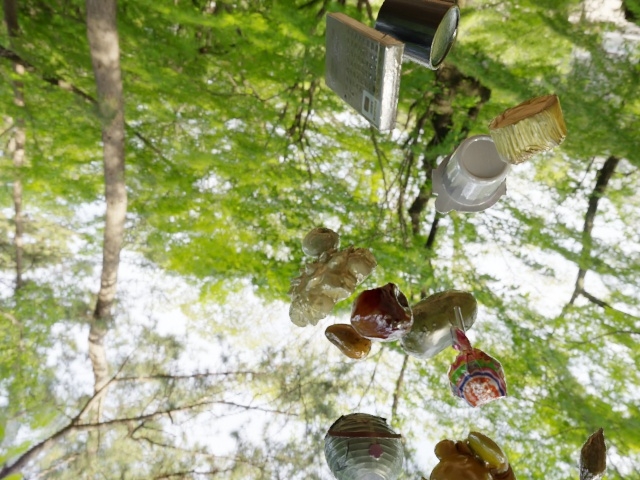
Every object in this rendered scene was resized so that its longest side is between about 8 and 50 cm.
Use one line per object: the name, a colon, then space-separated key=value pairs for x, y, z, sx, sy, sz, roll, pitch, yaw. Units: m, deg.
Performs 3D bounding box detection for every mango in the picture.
mango: x=0.089 y=0.294 z=1.510 sx=0.159 sy=0.084 sz=0.105 roll=35 pitch=-140 yaw=31

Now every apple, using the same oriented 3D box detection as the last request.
apple: x=0.165 y=0.206 z=1.372 sx=0.156 sy=0.158 sz=0.146 roll=43 pitch=-156 yaw=-33

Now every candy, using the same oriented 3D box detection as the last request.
candy: x=0.348 y=0.249 z=1.175 sx=0.124 sy=0.124 sz=0.365 roll=13 pitch=-157 yaw=3

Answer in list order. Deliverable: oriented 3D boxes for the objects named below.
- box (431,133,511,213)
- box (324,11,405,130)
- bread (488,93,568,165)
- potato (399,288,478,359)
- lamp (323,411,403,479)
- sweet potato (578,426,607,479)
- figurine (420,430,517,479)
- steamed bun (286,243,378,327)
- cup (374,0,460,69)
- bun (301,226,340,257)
box: x=0.515 y=-0.234 z=1.705 sx=0.262 sy=0.291 sz=0.206 roll=50 pitch=173 yaw=14
box: x=0.088 y=-0.394 z=1.131 sx=0.047 sy=0.180 sz=0.324 roll=-12 pitch=-143 yaw=-18
bread: x=0.565 y=-0.297 z=1.342 sx=0.179 sy=0.133 sz=0.250 roll=-12 pitch=-159 yaw=33
potato: x=0.401 y=0.277 z=1.709 sx=0.308 sy=0.210 sz=0.173 roll=-31 pitch=-144 yaw=-9
lamp: x=0.129 y=0.646 z=1.535 sx=0.266 sy=0.232 sz=0.233 roll=12 pitch=-160 yaw=-18
sweet potato: x=0.786 y=0.670 z=1.443 sx=0.075 sy=0.269 sz=0.074 roll=19 pitch=160 yaw=7
figurine: x=0.357 y=0.566 z=1.188 sx=0.215 sy=0.215 sz=0.228 roll=27 pitch=-117 yaw=35
steamed bun: x=0.012 y=0.101 z=1.321 sx=0.137 sy=0.292 sz=0.295 roll=48 pitch=-131 yaw=-2
cup: x=0.272 y=-0.575 z=1.349 sx=0.177 sy=0.165 sz=0.239 roll=27 pitch=-147 yaw=22
bun: x=0.000 y=0.000 z=1.446 sx=0.115 sy=0.069 sz=0.115 roll=-3 pitch=-150 yaw=2
